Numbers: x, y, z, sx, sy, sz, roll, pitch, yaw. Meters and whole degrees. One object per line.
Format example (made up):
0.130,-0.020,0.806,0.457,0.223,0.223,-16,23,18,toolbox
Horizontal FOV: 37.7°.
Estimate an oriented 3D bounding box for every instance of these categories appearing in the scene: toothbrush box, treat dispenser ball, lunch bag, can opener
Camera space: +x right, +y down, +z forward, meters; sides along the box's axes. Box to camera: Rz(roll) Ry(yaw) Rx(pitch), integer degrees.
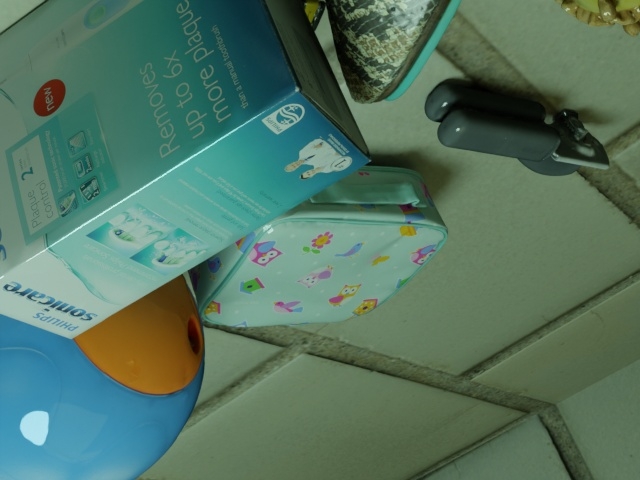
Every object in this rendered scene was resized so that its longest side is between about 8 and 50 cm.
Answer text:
-0.142,-0.092,0.729,0.296,0.216,0.126,-30,150,16,toothbrush box
-0.257,0.110,0.915,0.288,0.288,0.288,-17,151,-10,treat dispenser ball
0.000,0.000,1.093,0.279,0.107,0.224,1,141,-36,lunch bag
0.226,-0.112,1.091,0.284,0.076,0.095,4,141,-37,can opener

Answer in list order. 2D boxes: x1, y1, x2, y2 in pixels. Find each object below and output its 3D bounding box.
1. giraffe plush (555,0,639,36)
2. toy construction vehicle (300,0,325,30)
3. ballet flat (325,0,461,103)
0.223,-0.256,0.745,0.182,0.170,0.210,-7,148,-25,giraffe plush
0.023,-0.225,0.811,0.086,0.035,0.098,3,141,-20,toy construction vehicle
0.090,-0.311,0.616,0.182,0.164,0.482,21,128,-23,ballet flat
